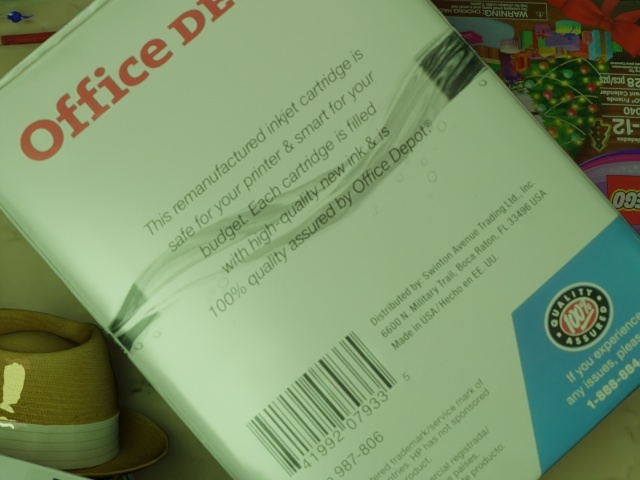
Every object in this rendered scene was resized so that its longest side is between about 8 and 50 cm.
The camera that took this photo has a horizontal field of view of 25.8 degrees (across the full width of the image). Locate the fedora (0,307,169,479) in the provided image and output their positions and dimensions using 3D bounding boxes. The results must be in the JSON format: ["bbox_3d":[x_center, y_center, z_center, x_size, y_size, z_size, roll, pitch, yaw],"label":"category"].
[{"bbox_3d":[-0.180,0.090,0.870,0.194,0.194,0.079,11,96,1],"label":"fedora"}]

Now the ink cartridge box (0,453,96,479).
[{"bbox_3d":[-0.147,0.185,0.788,0.332,0.165,0.065,15,58,0],"label":"ink cartridge box"}]

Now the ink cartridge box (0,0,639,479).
[{"bbox_3d":[0.000,0.000,0.912,0.285,0.166,0.395,-41,88,-8],"label":"ink cartridge box"}]

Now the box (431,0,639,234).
[{"bbox_3d":[0.111,-0.091,1.062,0.293,0.057,0.201,1,70,-3],"label":"box"}]

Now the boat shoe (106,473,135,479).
[{"bbox_3d":[-0.162,0.258,0.895,0.109,0.094,0.302,-2,70,-4],"label":"boat shoe"}]

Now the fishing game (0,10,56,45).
[{"bbox_3d":[-0.267,-0.269,1.109,0.189,0.041,0.264,-3,76,10],"label":"fishing game"}]
